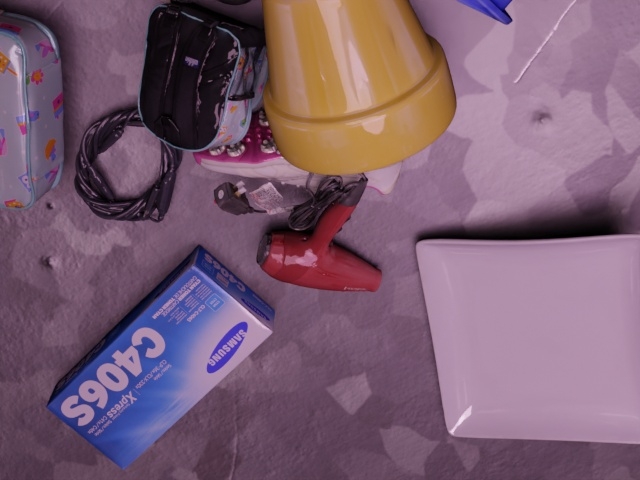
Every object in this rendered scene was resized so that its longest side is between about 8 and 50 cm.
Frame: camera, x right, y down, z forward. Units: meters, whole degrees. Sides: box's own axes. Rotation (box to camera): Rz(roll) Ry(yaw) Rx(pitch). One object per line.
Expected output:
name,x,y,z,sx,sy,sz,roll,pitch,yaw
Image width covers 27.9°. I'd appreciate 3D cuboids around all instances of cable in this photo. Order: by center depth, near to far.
cable,-0.282,-0.116,1.888,0.150,0.047,0.184,15,115,1

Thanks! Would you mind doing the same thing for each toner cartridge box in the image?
toner cartridge box,-0.247,0.185,1.990,0.165,0.075,0.348,41,108,-15

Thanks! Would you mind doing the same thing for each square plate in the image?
square plate,0.335,0.144,1.925,0.347,0.049,0.344,-1,115,23

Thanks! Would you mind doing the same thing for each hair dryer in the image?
hair dryer,0.000,0.000,1.856,0.223,0.080,0.293,-9,145,28

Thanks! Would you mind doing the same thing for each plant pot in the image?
plant pot,0.032,-0.252,1.679,0.254,0.254,0.239,-13,124,7

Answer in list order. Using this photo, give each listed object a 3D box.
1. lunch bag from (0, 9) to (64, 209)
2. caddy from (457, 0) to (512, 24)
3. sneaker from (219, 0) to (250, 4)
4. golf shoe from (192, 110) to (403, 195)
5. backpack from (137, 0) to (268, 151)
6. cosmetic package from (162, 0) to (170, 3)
lunch bag,-0.476,-0.193,1.800,0.224,0.108,0.279,12,118,18
caddy,0.148,-0.422,1.628,0.341,0.241,0.179,45,106,-7
sneaker,-0.130,-0.461,1.682,0.122,0.146,0.331,-2,114,1
golf shoe,-0.029,-0.111,1.844,0.306,0.115,0.140,-2,134,13
backpack,-0.160,-0.219,1.767,0.165,0.144,0.188,23,106,23
cosmetic package,-0.245,-0.373,1.766,0.115,0.060,0.041,29,109,-8
